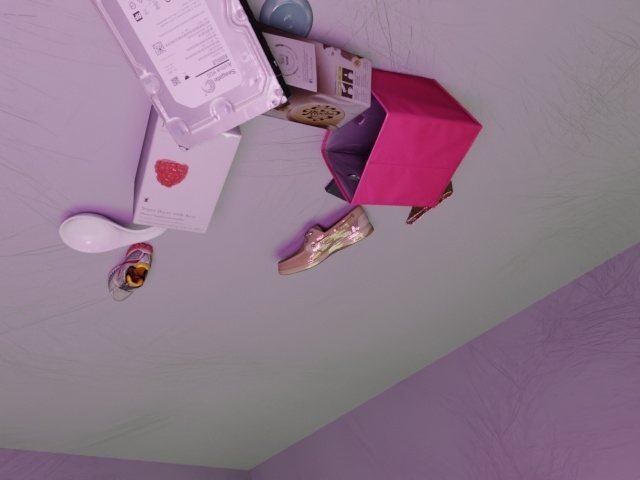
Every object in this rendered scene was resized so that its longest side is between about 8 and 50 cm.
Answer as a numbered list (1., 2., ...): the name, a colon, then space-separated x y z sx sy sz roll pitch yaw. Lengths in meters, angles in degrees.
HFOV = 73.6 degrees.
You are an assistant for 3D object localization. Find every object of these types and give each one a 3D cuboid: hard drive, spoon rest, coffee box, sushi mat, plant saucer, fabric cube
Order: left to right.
1. spoon rest: -0.547 -0.029 1.148 0.277 0.084 0.137 -12 137 -12
2. hard drive: -0.230 -0.354 0.745 0.237 0.064 0.338 -20 113 16
3. plant saucer: -0.071 -0.473 0.924 0.120 0.021 0.119 -11 138 -11
4. coffee box: -0.058 -0.348 0.935 0.298 0.118 0.168 6 171 -27
5. hard drive: 0.089 -0.182 1.289 0.094 0.022 0.135 21 123 -37
6. fabric cube: 0.184 -0.256 1.082 0.259 0.254 0.258 0 133 -24
7. sushi mat: 0.334 -0.121 1.292 0.151 0.316 0.019 -38 91 21

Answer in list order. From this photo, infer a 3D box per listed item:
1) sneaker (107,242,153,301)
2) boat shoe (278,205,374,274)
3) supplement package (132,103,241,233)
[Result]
1. sneaker: -0.572 0.110 1.274 0.088 0.092 0.225 17 126 -35
2. boat shoe: 0.000 0.000 1.393 0.341 0.121 0.110 -28 100 4
3. supplement package: -0.322 -0.187 1.004 0.178 0.175 0.292 9 130 -28
